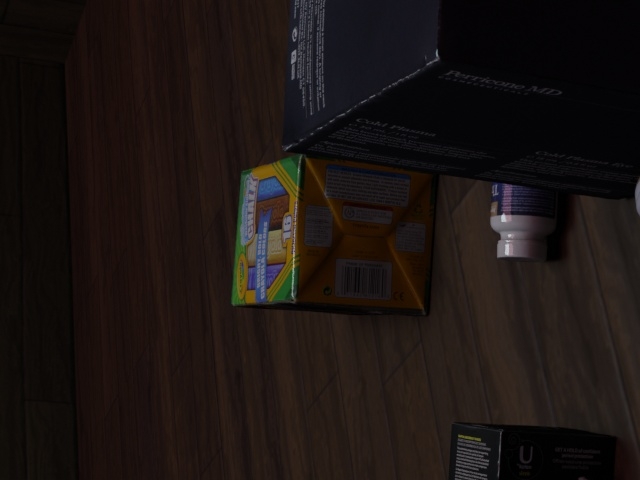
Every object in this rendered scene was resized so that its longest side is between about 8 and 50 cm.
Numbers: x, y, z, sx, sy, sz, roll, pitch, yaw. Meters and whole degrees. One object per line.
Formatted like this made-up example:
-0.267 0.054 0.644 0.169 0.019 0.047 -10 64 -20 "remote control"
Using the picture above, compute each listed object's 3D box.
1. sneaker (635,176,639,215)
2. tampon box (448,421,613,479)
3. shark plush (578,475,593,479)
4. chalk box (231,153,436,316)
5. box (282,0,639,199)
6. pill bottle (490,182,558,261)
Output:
0.331 0.001 1.116 0.282 0.099 0.153 157 118 -63 "sneaker"
0.189 0.252 1.382 0.101 0.120 0.161 175 100 -68 "tampon box"
0.249 0.281 1.294 0.073 0.067 0.161 143 130 -62 "shark plush"
0.000 0.000 1.862 0.289 0.180 0.179 175 101 -67 "chalk box"
0.183 -0.162 1.204 0.312 0.343 0.179 162 114 -67 "box"
0.204 -0.040 1.498 0.067 0.067 0.120 169 106 -68 "pill bottle"
